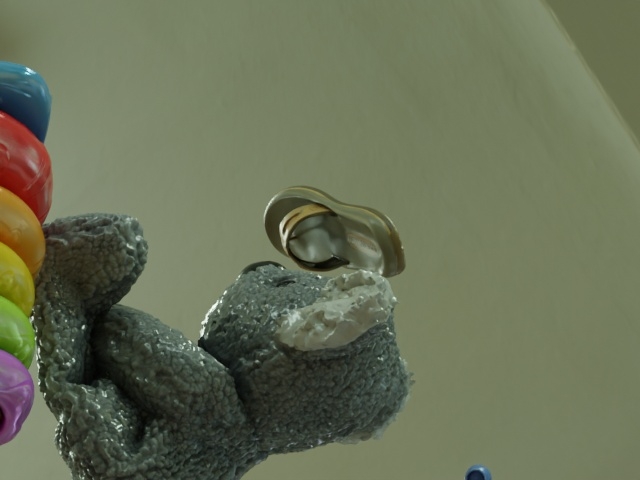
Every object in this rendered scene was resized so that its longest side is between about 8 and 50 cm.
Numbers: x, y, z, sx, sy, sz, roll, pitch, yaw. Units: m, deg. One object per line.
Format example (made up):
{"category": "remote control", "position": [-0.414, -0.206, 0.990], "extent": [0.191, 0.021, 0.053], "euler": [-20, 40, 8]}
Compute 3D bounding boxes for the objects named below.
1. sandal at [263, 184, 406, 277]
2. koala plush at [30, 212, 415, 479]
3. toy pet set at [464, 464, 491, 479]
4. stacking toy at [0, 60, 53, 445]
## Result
{"category": "sandal", "position": [0.000, 0.000, 1.182], "extent": [0.049, 0.180, 0.072], "euler": [-31, -65, -26]}
{"category": "koala plush", "position": [-0.050, 0.089, 0.915], "extent": [0.221, 0.203, 0.196], "euler": [-13, -32, -2]}
{"category": "toy pet set", "position": [0.070, 0.201, 0.774], "extent": [0.114, 0.065, 0.122], "euler": [-39, -104, 13]}
{"category": "stacking toy", "position": [-0.210, 0.057, 0.767], "extent": [0.166, 0.302, 0.175], "euler": [1, -37, -25]}
